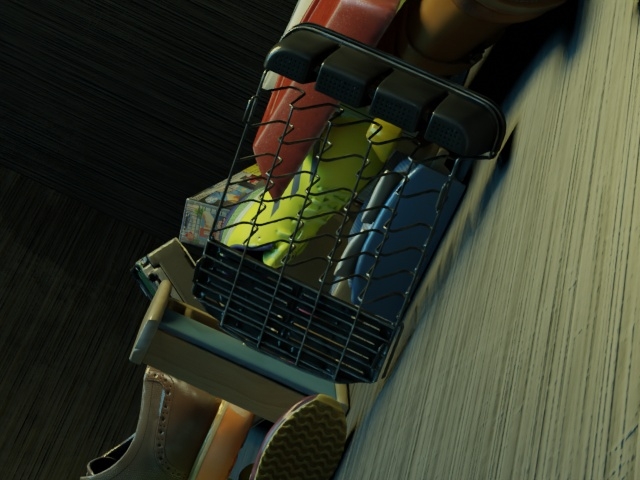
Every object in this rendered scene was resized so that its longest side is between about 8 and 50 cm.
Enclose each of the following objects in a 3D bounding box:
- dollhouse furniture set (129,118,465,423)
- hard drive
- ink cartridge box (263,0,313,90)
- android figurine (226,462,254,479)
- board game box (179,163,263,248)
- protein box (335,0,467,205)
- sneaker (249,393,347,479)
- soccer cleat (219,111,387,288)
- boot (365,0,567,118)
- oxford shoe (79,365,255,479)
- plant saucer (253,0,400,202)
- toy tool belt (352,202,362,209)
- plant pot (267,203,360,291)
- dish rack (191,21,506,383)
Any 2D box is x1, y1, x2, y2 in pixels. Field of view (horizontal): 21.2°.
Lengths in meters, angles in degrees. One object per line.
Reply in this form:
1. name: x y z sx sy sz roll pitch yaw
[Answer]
1. dollhouse furniture set: -0.017 -0.009 1.616 0.303 0.198 0.286 -63 6 11
2. hard drive: -0.144 0.113 2.107 0.064 0.237 0.339 -34 1 -7
3. ink cartridge box: 0.041 -0.280 2.363 0.100 0.172 0.237 121 172 -47
4. android figurine: -0.114 0.341 1.701 0.248 0.056 0.273 -63 4 8
5. board game box: -0.037 -0.018 2.063 0.194 0.194 0.060 -32 -41 -59
6. protein box: 0.067 -0.172 1.852 0.201 0.136 0.199 127 166 -62
7. sneaker: -0.037 0.213 1.494 0.185 0.070 0.084 -63 11 4
8. soccer cleat: -0.016 -0.032 1.742 0.289 0.093 0.121 -39 33 52
9. boot: 0.105 -0.188 1.461 0.220 0.109 0.283 -43 10 26
10. oxford shoe: -0.193 0.287 1.751 0.363 0.133 0.130 -63 2 13
11. plant saucer: 0.016 -0.203 1.614 0.259 0.048 0.258 -57 11 41
12. toy tool belt: 0.051 -0.070 1.993 0.051 0.052 0.083 -42 21 54
13. plant pot: 0.000 0.000 1.926 0.109 0.096 0.109 -62 6 16
14. dish rack: 0.012 -0.023 1.428 0.074 0.208 0.271 -28 -39 -64
